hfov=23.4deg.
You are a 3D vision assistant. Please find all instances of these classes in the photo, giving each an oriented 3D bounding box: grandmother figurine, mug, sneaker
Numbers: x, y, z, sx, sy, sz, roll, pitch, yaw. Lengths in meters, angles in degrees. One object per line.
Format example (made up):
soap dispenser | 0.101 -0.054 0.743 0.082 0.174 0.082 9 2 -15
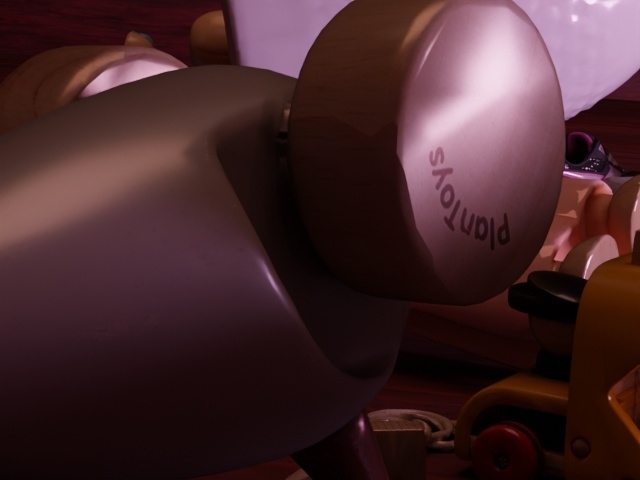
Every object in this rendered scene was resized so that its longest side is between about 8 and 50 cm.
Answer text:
grandmother figurine | 0.000 0.000 0.826 0.342 0.104 0.208 10 29 32
mug | 0.089 -0.169 1.273 0.328 0.374 0.276 -9 53 -3
sneaker | 0.227 -0.054 1.296 0.072 0.077 0.178 11 12 36

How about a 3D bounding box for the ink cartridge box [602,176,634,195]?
ink cartridge box | 0.349 0.001 0.981 0.324 0.071 0.330 -2 17 -29

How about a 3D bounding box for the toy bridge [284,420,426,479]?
toy bridge | 0.017 0.096 0.500 0.063 0.026 0.188 0 10 -6

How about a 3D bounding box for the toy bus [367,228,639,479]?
toy bus | 0.135 0.047 0.596 0.202 0.104 0.191 2 10 -14

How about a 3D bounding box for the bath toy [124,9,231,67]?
bath toy | -0.011 -0.147 1.471 0.348 0.151 0.129 1 28 -1

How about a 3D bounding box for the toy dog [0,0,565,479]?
toy dog | -0.070 0.060 0.375 0.334 0.161 0.220 -28 21 -25
